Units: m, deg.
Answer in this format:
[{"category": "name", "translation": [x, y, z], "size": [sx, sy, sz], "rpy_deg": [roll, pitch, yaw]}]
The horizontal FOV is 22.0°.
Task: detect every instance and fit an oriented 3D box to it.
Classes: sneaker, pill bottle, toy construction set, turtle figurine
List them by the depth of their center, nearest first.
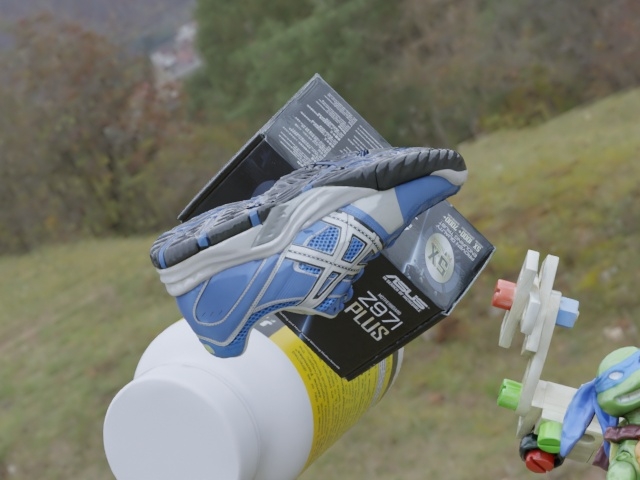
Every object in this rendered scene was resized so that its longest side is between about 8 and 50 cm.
[{"category": "sneaker", "translation": [0.000, 0.000, 1.001], "size": [0.211, 0.081, 0.080], "rpy_deg": [-24, 13, -21]}, {"category": "turtle figurine", "translation": [0.289, 0.184, 1.072], "size": [0.275, 0.266, 0.198], "rpy_deg": [-26, 3, 39]}, {"category": "pill bottle", "translation": [-0.062, 0.139, 1.593], "size": [0.188, 0.188, 0.334], "rpy_deg": [-23, 6, 30]}, {"category": "toy construction set", "translation": [0.305, 0.152, 1.639], "size": [0.151, 0.328, 0.215], "rpy_deg": [-56, -12, -36]}]

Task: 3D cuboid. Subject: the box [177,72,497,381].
[{"category": "box", "translation": [0.009, -0.004, 1.179], "size": [0.077, 0.180, 0.147], "rpy_deg": [-49, 6, -37]}]
